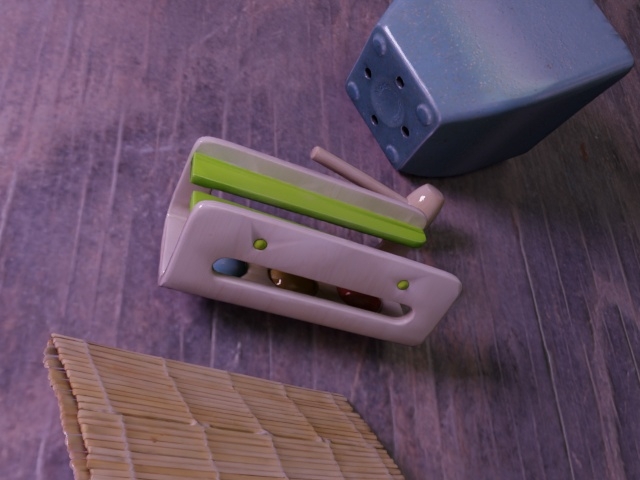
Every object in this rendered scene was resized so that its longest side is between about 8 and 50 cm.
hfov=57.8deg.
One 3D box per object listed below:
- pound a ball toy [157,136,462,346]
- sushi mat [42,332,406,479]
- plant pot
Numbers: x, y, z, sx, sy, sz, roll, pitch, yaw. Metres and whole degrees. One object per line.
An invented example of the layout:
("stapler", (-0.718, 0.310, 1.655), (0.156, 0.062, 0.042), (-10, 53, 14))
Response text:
("pound a ball toy", (0.000, 0.000, 0.624), (0.319, 0.135, 0.208), (17, 32, -23))
("sushi mat", (-0.048, 0.157, 0.453), (0.317, 0.019, 0.151), (25, 15, -41))
("plant pot", (0.183, -0.225, 0.772), (0.252, 0.248, 0.247), (-26, 80, -22))
